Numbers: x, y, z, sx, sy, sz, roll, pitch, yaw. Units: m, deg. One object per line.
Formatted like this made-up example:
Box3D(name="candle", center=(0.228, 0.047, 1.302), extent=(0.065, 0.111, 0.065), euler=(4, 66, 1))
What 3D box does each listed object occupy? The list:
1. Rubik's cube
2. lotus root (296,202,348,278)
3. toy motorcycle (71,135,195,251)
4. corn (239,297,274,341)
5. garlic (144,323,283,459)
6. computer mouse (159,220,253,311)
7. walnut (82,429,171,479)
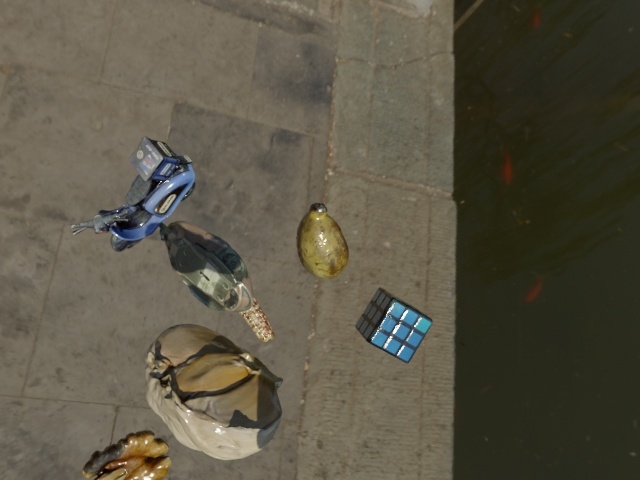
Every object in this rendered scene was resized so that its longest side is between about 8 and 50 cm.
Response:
Box3D(name="Rubik's cube", center=(0.230, 0.265, 1.696), extent=(0.162, 0.163, 0.160), euler=(31, 91, -13))
Box3D(name="lotus root", center=(0.000, 0.000, 1.312), extent=(0.139, 0.138, 0.213), euler=(-28, 124, -24))
Box3D(name="toy motorcycle", center=(-0.475, -0.102, 1.397), extent=(0.125, 0.358, 0.213), euler=(48, 19, 18))
Box3D(name="corn", center=(-0.243, 0.249, 1.862), extent=(0.080, 0.079, 0.237), euler=(-29, 78, -24))
Box3D(name="garlic", center=(-0.170, 0.228, 0.773), extent=(0.178, 0.142, 0.229), euler=(4, 34, -46))
Box3D(name="computer mouse", center=(-0.332, 0.056, 1.551), extent=(0.389, 0.199, 0.115), euler=(41, 39, 7))
Box3D(name="walnut", center=(-0.403, 0.466, 1.121), extent=(0.170, 0.069, 0.142), euler=(-13, 104, -28))
